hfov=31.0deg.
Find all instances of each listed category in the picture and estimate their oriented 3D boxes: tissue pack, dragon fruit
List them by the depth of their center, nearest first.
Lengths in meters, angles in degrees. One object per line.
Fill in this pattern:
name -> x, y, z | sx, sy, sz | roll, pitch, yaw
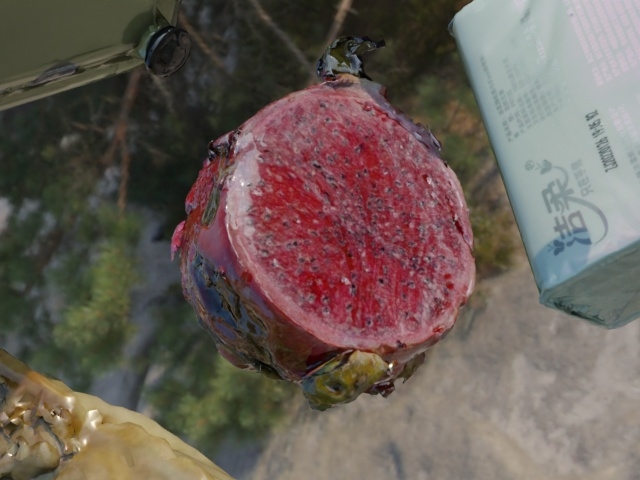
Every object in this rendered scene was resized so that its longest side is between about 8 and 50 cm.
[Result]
dragon fruit -> 0.000, 0.000, 0.811 | 0.147, 0.211, 0.282 | -45, 37, 51
tissue pack -> 0.364, -0.150, 1.305 | 0.331, 0.205, 0.405 | -32, 55, 28

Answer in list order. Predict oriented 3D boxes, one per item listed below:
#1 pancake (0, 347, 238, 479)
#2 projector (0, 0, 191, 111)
pancake -> -0.121, 0.224, 0.397 | 0.386, 0.082, 0.387 | -1, 89, 30
projector -> -0.104, -0.145, 0.275 | 0.088, 0.193, 0.270 | 39, 135, 29
